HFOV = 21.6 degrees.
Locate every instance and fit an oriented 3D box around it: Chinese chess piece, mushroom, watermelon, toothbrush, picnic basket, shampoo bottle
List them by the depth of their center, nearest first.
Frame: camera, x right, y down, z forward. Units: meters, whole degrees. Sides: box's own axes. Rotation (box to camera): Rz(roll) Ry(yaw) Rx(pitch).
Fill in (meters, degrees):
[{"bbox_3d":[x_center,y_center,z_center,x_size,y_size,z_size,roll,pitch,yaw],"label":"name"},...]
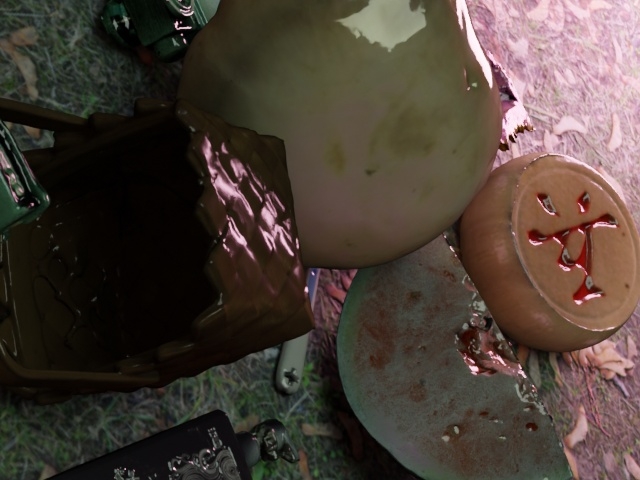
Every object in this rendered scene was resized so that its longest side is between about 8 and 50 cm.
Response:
[{"bbox_3d":[-0.197,0.011,1.498,0.321,0.291,0.254,8,66,-52],"label":"picnic basket"},{"bbox_3d":[-0.146,0.232,1.598,0.309,0.071,0.098,-18,81,-47],"label":"shampoo bottle"},{"bbox_3d":[0.032,-0.159,1.732,0.353,0.325,0.353,22,51,-29],"label":"mushroom"},{"bbox_3d":[0.127,0.162,1.834,0.175,0.188,0.321,68,-2,-63],"label":"watermelon"},{"bbox_3d":[0.003,-0.001,1.859,0.040,0.040,0.386,31,53,-28],"label":"toothbrush"},{"bbox_3d":[0.284,0.015,2.058,0.250,0.103,0.249,17,62,-34],"label":"Chinese chess piece"}]

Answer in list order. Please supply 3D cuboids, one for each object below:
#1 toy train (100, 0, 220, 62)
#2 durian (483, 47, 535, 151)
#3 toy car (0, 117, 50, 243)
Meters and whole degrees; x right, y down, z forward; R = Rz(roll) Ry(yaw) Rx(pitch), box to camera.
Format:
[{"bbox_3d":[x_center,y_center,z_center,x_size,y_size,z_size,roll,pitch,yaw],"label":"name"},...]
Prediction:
[{"bbox_3d":[-0.183,-0.309,1.808,0.159,0.101,0.248,-15,81,-60],"label":"toy train"},{"bbox_3d":[0.095,-0.207,1.992,0.341,0.112,0.191,48,49,-4],"label":"durian"},{"bbox_3d":[-0.368,-0.002,1.336,0.141,0.321,0.097,59,25,-3],"label":"toy car"}]
